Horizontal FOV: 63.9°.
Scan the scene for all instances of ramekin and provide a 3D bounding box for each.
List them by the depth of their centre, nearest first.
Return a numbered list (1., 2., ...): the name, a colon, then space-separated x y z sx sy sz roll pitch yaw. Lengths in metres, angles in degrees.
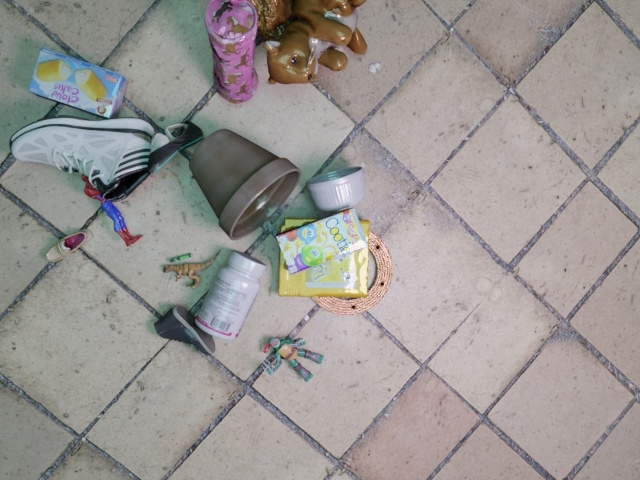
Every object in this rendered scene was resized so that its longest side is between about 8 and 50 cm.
1. ramekin: 0.059 -0.178 1.790 0.207 0.207 0.109 -17 105 -6

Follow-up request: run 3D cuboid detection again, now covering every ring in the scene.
1. ring: 0.103 0.110 1.900 0.337 0.032 0.336 0 94 -7

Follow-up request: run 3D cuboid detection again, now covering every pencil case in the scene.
1. pencil case: -0.271 -0.590 1.614 0.160 0.386 0.167 -32 84 -12

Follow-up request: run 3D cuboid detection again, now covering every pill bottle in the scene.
1. pill bottle: -0.306 0.187 1.782 0.160 0.160 0.283 26 90 -9

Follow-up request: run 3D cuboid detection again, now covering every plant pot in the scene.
1. plant pot: -0.275 -0.208 1.708 0.280 0.323 0.323 43 87 7

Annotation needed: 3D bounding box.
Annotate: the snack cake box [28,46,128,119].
1. snack cake box: -0.797 -0.511 1.698 0.264 0.089 0.152 17 91 -9

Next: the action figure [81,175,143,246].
1. action figure: -0.688 -0.133 1.741 0.139 0.091 0.280 -38 99 3

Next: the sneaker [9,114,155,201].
1. sneaker: -0.757 -0.251 1.633 0.447 0.169 0.257 -7 62 -9

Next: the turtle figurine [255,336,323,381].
1. turtle figurine: -0.110 0.407 1.849 0.234 0.118 0.175 35 104 -24

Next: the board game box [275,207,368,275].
1. board game box: 0.000 0.000 1.744 0.275 0.144 0.142 -20 94 -5

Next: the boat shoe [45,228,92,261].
1. boat shoe: -0.862 0.016 1.742 0.170 0.059 0.063 -36 98 -4

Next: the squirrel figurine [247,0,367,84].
1. squirrel figurine: -0.079 -0.689 1.685 0.397 0.281 0.370 38 76 8

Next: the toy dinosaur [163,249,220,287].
1. toy dinosaur: -0.448 0.106 1.805 0.211 0.064 0.112 -9 94 -8

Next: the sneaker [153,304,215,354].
1. sneaker: -0.478 0.337 1.821 0.118 0.083 0.222 -34 106 15

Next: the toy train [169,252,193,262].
1. toy train: -0.493 0.062 1.815 0.083 0.024 0.017 -17 96 -6

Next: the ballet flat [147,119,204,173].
1. ballet flat: -0.497 -0.317 1.690 0.095 0.280 0.096 -25 109 37

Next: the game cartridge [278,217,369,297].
1. game cartridge: 0.013 0.063 1.842 0.324 0.053 0.285 1 93 -8
